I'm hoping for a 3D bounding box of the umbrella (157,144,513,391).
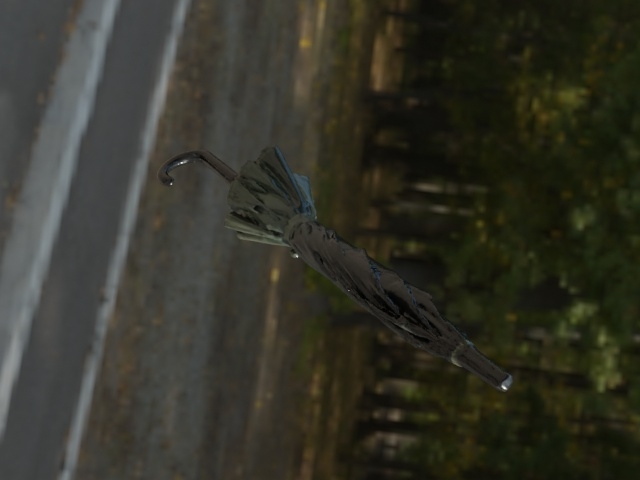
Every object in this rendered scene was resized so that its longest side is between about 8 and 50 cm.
[{"bbox_3d":[0.004,-0.003,0.646,0.269,0.044,0.044,31,-36,53],"label":"umbrella"}]
